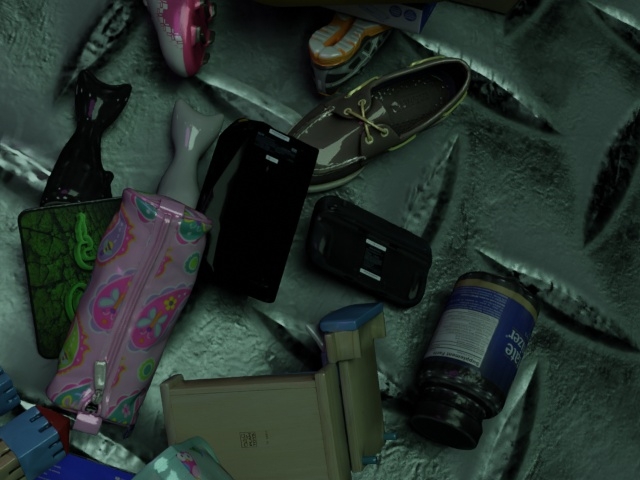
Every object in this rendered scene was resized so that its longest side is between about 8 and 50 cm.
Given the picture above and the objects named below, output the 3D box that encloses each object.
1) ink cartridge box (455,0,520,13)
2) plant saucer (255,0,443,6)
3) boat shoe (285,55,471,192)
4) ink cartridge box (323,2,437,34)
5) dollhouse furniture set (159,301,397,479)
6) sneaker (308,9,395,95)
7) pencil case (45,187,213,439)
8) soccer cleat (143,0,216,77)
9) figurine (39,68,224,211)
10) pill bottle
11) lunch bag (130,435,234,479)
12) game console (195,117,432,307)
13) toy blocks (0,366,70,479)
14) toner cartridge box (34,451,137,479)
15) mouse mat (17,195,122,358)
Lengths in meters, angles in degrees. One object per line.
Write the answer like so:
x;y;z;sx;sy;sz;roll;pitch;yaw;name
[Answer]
0.224;-0.489;1.716;0.193;0.088;0.234;8;70;-16;ink cartridge box
0.048;-0.440;1.554;0.333;0.081;0.332;-1;55;0;plant saucer
0.075;-0.170;1.554;0.324;0.097;0.116;-28;84;-25;boat shoe
0.062;-0.365;1.585;0.207;0.046;0.097;18;49;13;ink cartridge box
-0.028;0.243;1.370;0.198;0.303;0.286;-6;96;18;dollhouse furniture set
0.046;-0.283;1.595;0.084;0.083;0.215;25;43;23;sneaker
-0.225;0.083;1.303;0.124;0.124;0.284;22;90;-12;pencil case
-0.219;-0.377;1.523;0.143;0.116;0.331;-1;75;4;soccer cleat
-0.234;-0.106;1.434;0.215;0.092;0.209;15;64;-16;figurine
0.202;0.161;1.480;0.123;0.123;0.219;30;66;-9;pill bottle
-0.122;0.330;1.127;0.160;0.262;0.223;-34;79;-36;lunch bag
0.000;0.000;1.460;0.361;0.044;0.213;25;74;-28;game console
-0.447;0.179;1.176;0.261;0.190;0.381;-35;53;-26;toy blocks
-0.269;0.341;1.261;0.348;0.075;0.165;22;53;-12;toner cartridge box
-0.280;0.045;1.353;0.153;0.007;0.189;-9;103;-13;mouse mat
